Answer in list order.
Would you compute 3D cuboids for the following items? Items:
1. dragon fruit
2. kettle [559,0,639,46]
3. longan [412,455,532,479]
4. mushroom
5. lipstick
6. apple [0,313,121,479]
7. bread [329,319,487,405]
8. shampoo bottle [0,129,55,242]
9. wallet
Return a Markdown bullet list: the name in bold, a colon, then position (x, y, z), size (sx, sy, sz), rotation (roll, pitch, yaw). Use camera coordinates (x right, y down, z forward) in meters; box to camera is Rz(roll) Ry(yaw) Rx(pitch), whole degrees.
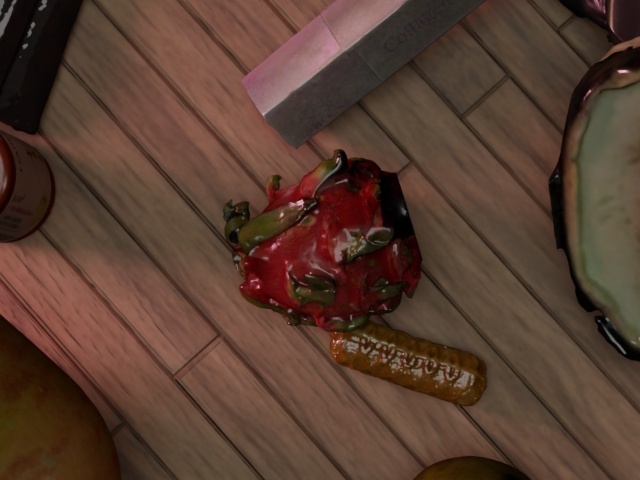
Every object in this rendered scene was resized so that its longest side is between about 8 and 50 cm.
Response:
- **dragon fruit**: position (0.000, 0.000, 1.681), size (0.172, 0.160, 0.167), rotation (-16, 107, 3)
- **kettle**: position (0.333, -0.266, 1.643), size (0.250, 0.207, 0.271), rotation (16, 119, -8)
- **longan**: position (0.138, 0.279, 1.671), size (0.145, 0.176, 0.155), rotation (-15, 58, -37)
- **mushroom**: position (0.333, -0.042, 1.630), size (0.247, 0.130, 0.344), rotation (-11, 118, 23)
- **lipstick**: position (0.074, -0.215, 1.698), size (0.317, 0.066, 0.068), rotation (-38, 47, 9)
- **apple**: position (-0.371, 0.232, 1.614), size (0.400, 0.333, 0.400), rotation (1, 106, 5)
- **bread**: position (0.083, 0.113, 1.721), size (0.157, 0.044, 0.052), rotation (19, 82, 3)
- **shampoo bottle**: position (-0.316, -0.055, 1.637), size (0.104, 0.278, 0.104), rotation (0, 87, 3)
- **wallet**: position (-0.316, -0.237, 1.738), size (0.182, 0.049, 0.229), rotation (22, 88, -20)
